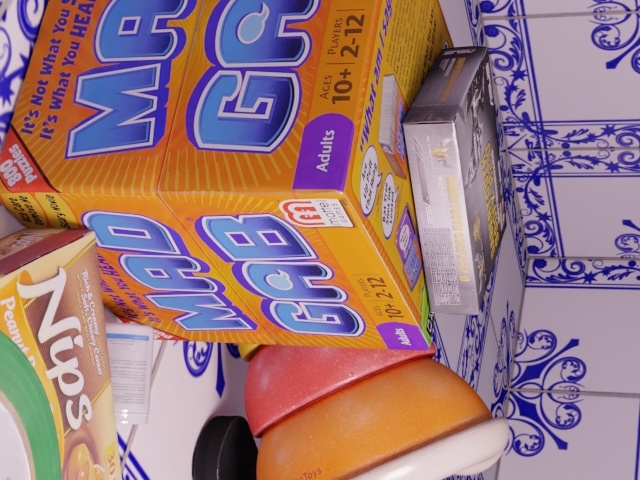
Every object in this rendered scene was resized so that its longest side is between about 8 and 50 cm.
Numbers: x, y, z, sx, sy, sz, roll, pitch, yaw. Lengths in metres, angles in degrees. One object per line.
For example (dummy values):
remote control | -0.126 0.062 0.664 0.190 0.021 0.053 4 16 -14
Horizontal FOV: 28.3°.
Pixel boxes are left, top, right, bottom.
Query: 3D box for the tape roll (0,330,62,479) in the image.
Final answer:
tape roll | -0.305 0.215 0.934 0.321 0.077 0.321 1 90 -72

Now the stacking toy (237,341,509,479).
stacking toy | 0.006 0.128 1.671 0.480 0.350 0.350 67 15 12

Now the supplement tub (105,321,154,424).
supplement tub | -0.217 0.143 1.370 0.071 0.071 0.107 23 69 -70

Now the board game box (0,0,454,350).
board game box | -0.069 -0.119 1.353 0.356 0.356 0.357 59 37 -57

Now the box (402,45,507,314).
box | 0.148 -0.066 1.354 0.183 0.056 0.231 -62 147 -54

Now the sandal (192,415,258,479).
sandal | -0.067 0.428 1.762 0.168 0.107 0.446 -70 153 -45

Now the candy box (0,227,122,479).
candy box | -0.271 0.161 1.184 0.183 0.087 0.317 -38 126 -67
